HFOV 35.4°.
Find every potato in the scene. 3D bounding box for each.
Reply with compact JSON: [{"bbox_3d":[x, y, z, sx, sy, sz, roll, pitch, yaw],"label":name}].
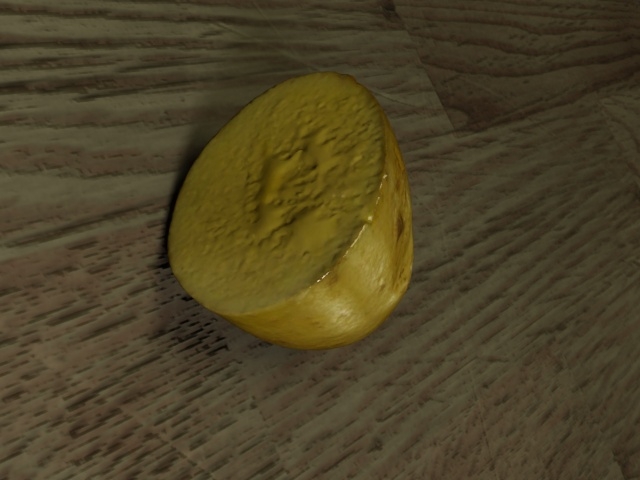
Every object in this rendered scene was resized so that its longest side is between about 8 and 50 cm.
[{"bbox_3d":[0.000,0.000,0.737,0.158,0.178,0.203,48,19,-47],"label":"potato"}]
